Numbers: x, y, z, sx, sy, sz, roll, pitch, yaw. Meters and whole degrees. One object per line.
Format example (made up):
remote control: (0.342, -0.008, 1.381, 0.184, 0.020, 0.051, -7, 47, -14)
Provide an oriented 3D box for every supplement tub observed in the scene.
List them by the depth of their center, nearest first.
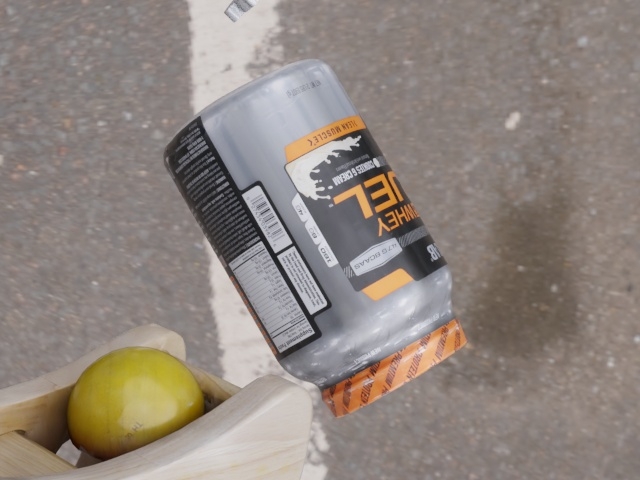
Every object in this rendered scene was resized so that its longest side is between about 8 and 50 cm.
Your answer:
supplement tub: (0.000, 0.000, 1.258, 0.193, 0.193, 0.316, -29, 87, -23)

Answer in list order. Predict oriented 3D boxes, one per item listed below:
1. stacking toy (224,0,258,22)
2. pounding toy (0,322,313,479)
stacking toy: (-0.110, -0.372, 1.477, 0.167, 0.052, 0.221, 43, 45, -17)
pounding toy: (-0.148, 0.083, 0.366, 0.269, 0.155, 0.154, -21, 118, -41)
